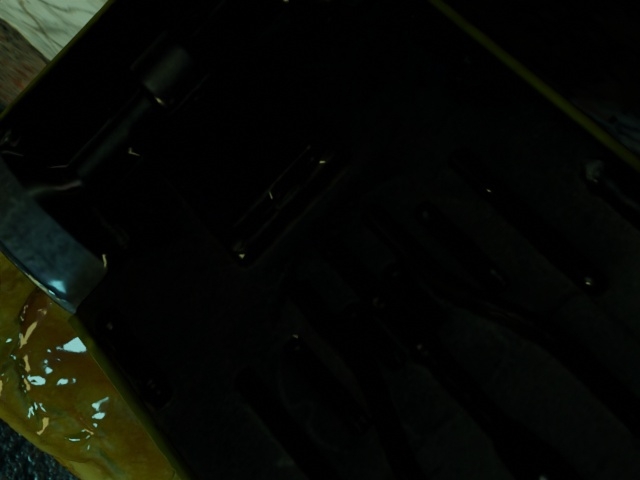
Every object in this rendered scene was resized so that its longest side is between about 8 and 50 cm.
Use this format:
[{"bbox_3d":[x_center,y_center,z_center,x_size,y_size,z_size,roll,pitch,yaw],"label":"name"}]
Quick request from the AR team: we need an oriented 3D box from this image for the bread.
[{"bbox_3d":[-0.169,0.045,1.196,0.167,0.132,0.294,21,161,46],"label":"bread"}]

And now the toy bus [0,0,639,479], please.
[{"bbox_3d":[0.039,0.033,0.526,0.151,0.145,0.331,43,-177,-45],"label":"toy bus"}]
